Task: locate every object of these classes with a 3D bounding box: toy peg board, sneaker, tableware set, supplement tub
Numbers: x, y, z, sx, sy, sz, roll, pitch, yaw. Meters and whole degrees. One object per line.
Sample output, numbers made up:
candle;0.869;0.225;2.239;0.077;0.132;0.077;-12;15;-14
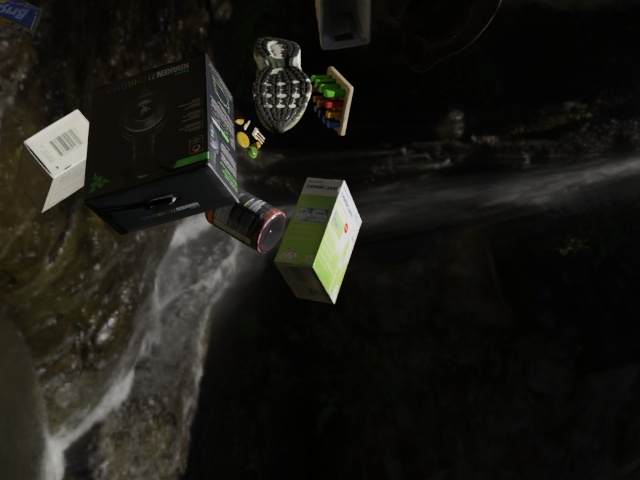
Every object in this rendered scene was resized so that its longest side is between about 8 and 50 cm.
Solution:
toy peg board;0.020;-0.429;2.124;0.161;0.079;0.160;-123;-145;-46
sneaker;-0.112;-0.398;1.915;0.410;0.158;0.182;-93;-173;-46
tableware set;-0.226;-0.310;1.972;0.024;0.154;0.104;-23;-147;35
supplement tub;-0.181;-0.059;1.525;0.198;0.106;0.106;30;-42;22

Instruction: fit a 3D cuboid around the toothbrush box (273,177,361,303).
toothbrush box;0.000;0.000;1.910;0.206;0.122;0.283;63;39;-52

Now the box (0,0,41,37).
box;-0.707;-0.513;1.516;0.054;0.169;0.059;-2;-111;66

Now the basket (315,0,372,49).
basket;0.046;-0.508;1.479;0.167;0.113;0.103;86;-6;-62

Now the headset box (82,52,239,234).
headset box;-0.290;-0.167;1.265;0.131;0.246;0.283;57;23;-57

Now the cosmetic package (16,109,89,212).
cosmetic package;-0.659;-0.192;1.736;0.113;0.160;0.309;52;-30;-7

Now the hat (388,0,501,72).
hat;0.222;-0.513;1.388;0.331;0.134;0.331;-41;-140;47
